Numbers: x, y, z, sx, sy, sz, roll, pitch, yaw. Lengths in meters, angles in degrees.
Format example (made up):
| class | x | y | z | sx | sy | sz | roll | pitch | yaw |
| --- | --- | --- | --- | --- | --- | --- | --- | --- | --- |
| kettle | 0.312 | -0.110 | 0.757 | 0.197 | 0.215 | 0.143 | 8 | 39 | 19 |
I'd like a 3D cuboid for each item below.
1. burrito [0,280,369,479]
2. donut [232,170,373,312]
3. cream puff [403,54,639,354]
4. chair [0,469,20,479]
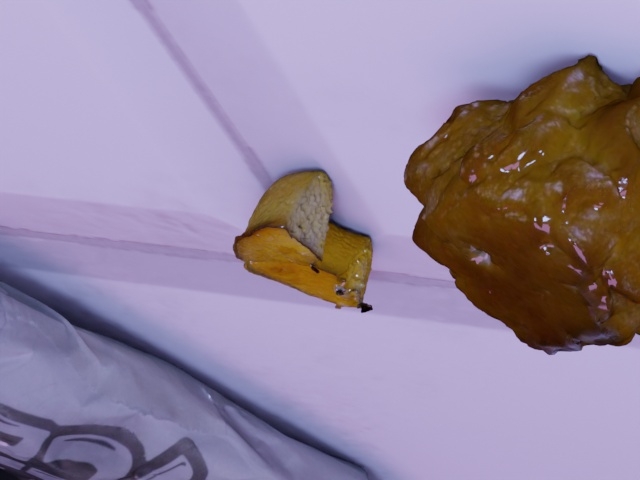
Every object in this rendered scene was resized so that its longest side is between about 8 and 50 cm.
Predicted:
| class | x | y | z | sx | sy | sz | roll | pitch | yaw |
| --- | --- | --- | --- | --- | --- | --- | --- | --- | --- |
| burrito | -0.130 | 0.109 | 1.100 | 0.445 | 0.101 | 0.139 | 33 | 158 | -36 |
| donut | 0.000 | 0.000 | 0.842 | 0.083 | 0.038 | 0.067 | 23 | 154 | -25 |
| cream puff | 0.097 | -0.013 | 0.684 | 0.122 | 0.094 | 0.116 | 39 | 156 | 11 |
| chair | -0.410 | 0.271 | 1.366 | 0.410 | 0.364 | 0.362 | 4 | 153 | 18 |
